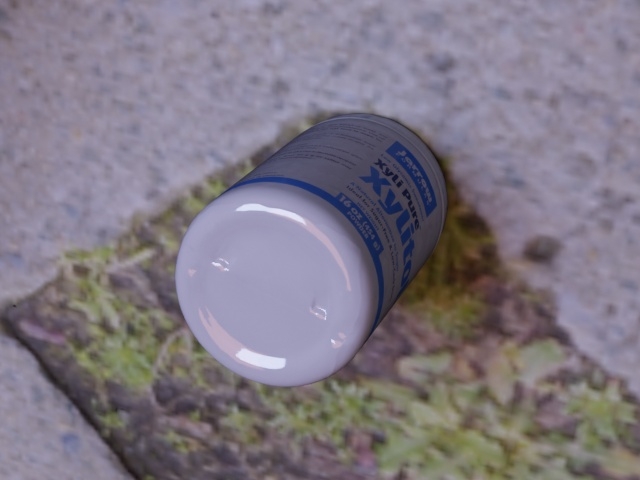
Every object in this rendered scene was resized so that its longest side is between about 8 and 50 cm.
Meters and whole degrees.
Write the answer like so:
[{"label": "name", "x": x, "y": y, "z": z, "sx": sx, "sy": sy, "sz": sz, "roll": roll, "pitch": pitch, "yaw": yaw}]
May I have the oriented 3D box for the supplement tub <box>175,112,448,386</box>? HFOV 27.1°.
[{"label": "supplement tub", "x": 0.000, "y": 0.000, "z": 0.471, "sx": 0.071, "sy": 0.107, "sz": 0.071, "roll": 8, "pitch": 113, "yaw": 18}]
